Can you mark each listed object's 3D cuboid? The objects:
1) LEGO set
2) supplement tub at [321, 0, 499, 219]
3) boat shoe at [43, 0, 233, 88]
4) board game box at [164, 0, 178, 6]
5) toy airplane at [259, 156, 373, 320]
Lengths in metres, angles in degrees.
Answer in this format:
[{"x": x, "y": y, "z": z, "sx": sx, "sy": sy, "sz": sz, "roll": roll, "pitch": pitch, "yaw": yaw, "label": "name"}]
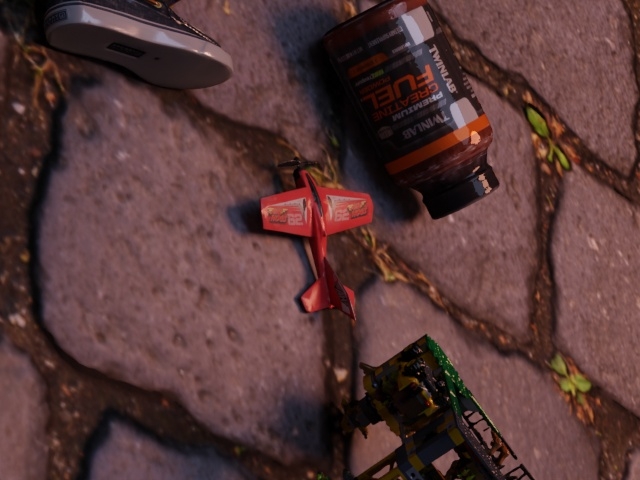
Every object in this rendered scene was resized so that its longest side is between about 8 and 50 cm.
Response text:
[{"x": 0.089, "y": 0.257, "z": 1.573, "sx": 0.331, "sy": 0.192, "sz": 0.255, "roll": 52, "pitch": 8, "yaw": -21, "label": "LEGO set"}, {"x": 0.089, "y": -0.121, "z": 1.802, "sx": 0.106, "sy": 0.106, "sz": 0.198, "roll": -33, "pitch": 96, "yaw": -54, "label": "supplement tub"}, {"x": -0.142, "y": -0.181, "z": 1.584, "sx": 0.183, "sy": 0.065, "sz": 0.083, "roll": 17, "pitch": 59, "yaw": -44, "label": "boat shoe"}, {"x": -0.116, "y": -0.370, "z": 1.746, "sx": 0.208, "sy": 0.056, "sz": 0.347, "roll": 55, "pitch": 37, "yaw": -20, "label": "board game box"}, {"x": 0.000, "y": 0.000, "z": 1.687, "sx": 0.151, "sy": 0.028, "sz": 0.151, "roll": 26, "pitch": 52, "yaw": -39, "label": "toy airplane"}]
